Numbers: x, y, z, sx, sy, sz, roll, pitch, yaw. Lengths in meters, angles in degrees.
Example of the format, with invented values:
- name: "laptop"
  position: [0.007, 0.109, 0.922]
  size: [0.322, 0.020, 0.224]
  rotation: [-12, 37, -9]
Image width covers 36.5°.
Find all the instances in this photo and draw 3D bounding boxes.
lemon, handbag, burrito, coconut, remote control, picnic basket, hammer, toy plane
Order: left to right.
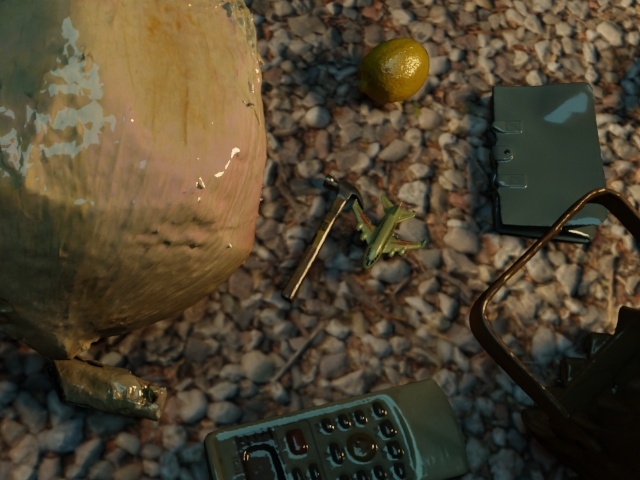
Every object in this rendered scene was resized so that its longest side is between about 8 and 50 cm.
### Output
- name: "coconut"
  position: [-0.246, -0.065, 0.989]
  size: [0.405, 0.404, 0.404]
  rotation: [4, 63, -7]
- name: "burrito"
  position: [-0.240, 0.161, 1.065]
  size: [0.149, 0.041, 0.055]
  rotation: [18, 49, 4]
- name: "hammer"
  position: [0.000, 0.000, 1.199]
  size: [0.062, 0.017, 0.182]
  rotation: [25, 64, 4]
- name: "remote control"
  position: [0.020, 0.237, 1.070]
  size: [0.286, 0.038, 0.123]
  rotation: [-10, 65, -14]
- name: "toy plane"
  position: [0.076, -0.005, 1.199]
  size: [0.102, 0.040, 0.111]
  rotation: [29, 65, 2]
- name: "lemon"
  position: [0.096, -0.224, 1.291]
  size: [0.111, 0.082, 0.082]
  rotation: [-34, 73, -24]
- name: "handbag"
  position: [0.294, -0.106, 1.283]
  size: [0.144, 0.057, 0.221]
  rotation: [2, 64, 0]
- name: "picnic basket"
  position: [0.339, 0.120, 1.037]
  size: [0.254, 0.291, 0.321]
  rotation: [-40, 84, -24]

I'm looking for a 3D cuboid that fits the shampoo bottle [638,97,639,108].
- name: "shampoo bottle"
  position: [0.516, -0.246, 1.381]
  size: [0.065, 0.065, 0.204]
  rotation: [39, 64, 11]
